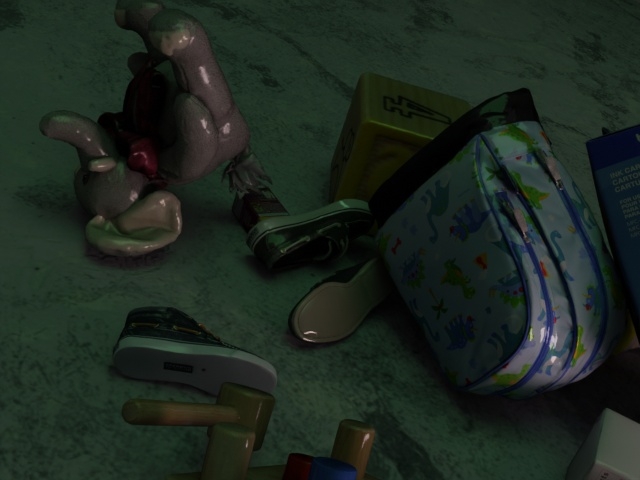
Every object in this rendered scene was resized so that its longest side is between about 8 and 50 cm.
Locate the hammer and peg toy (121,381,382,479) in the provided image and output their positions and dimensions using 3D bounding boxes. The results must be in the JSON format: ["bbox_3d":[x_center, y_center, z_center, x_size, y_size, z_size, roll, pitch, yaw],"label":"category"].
[{"bbox_3d":[-0.008,0.232,0.801,0.361,0.127,0.266,15,1,36],"label":"hammer and peg toy"}]

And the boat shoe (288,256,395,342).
[{"bbox_3d":[0.019,0.081,1.225,0.065,0.075,0.206,-12,12,43],"label":"boat shoe"}]

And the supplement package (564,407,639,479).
[{"bbox_3d":[0.368,0.287,1.024,0.179,0.105,0.105,27,33,11],"label":"supplement package"}]

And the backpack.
[{"bbox_3d":[0.227,0.030,1.196,0.273,0.290,0.355,-24,77,-48],"label":"backpack"}]

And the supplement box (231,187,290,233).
[{"bbox_3d":[-0.086,-0.037,1.348,0.055,0.043,0.083,-5,39,-31],"label":"supplement box"}]

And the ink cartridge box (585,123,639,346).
[{"bbox_3d":[0.458,0.024,1.191,0.151,0.270,0.395,-15,57,16],"label":"ink cartridge box"}]

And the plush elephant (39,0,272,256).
[{"bbox_3d":[-0.240,-0.133,1.229,0.255,0.330,0.272,-34,36,-8],"label":"plush elephant"}]

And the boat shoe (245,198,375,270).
[{"bbox_3d":[0.000,0.000,1.312,0.219,0.077,0.070,-15,53,-36],"label":"boat shoe"}]

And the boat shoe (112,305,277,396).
[{"bbox_3d":[-0.137,0.121,1.050,0.183,0.065,0.083,13,33,-8],"label":"boat shoe"}]

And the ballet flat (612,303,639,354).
[{"bbox_3d":[0.456,0.117,1.378,0.077,0.077,0.231,37,31,3],"label":"ballet flat"}]

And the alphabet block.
[{"bbox_3d":[0.128,-0.126,1.465,0.194,0.192,0.197,13,32,-6],"label":"alphabet block"}]
